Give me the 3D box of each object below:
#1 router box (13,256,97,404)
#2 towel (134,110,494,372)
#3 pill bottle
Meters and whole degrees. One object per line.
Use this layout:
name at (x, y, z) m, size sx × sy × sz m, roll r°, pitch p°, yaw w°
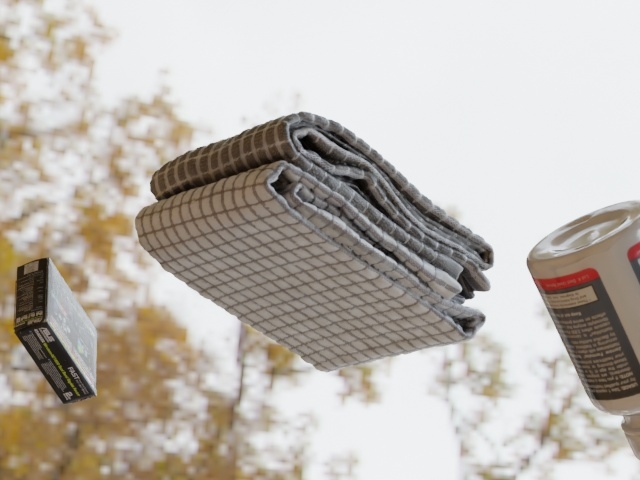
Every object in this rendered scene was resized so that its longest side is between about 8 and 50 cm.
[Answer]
router box at (-0.265, 0.092, 1.979) m, size 0.038 × 0.122 × 0.092 m, roll -18°, pitch -137°, yaw 10°
towel at (0.000, 0.000, 1.853) m, size 0.235 × 0.283 × 0.121 m, roll -18°, pitch -133°, yaw 49°
pill bottle at (0.237, 0.071, 1.481) m, size 0.108 × 0.108 × 0.180 m, roll -12°, pitch -73°, yaw 49°
